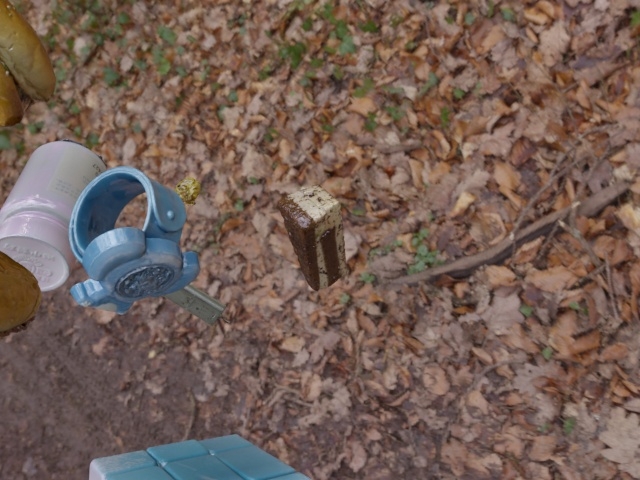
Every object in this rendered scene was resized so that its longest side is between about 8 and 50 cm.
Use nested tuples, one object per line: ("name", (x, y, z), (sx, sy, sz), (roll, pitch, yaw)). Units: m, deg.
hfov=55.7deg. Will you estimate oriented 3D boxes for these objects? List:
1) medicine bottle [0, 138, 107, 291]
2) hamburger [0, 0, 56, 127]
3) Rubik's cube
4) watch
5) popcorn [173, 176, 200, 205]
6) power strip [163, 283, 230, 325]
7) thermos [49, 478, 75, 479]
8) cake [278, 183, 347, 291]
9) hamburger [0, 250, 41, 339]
("medicine bottle", (-0.673, -0.070, 1.520), (0.213, 0.213, 0.378), (-35, 34, 24))
("hamburger", (-0.650, -0.371, 1.143), (0.290, 0.314, 0.170), (14, 56, 46))
("Rubik's cube", (-0.212, 0.559, 1.063), (0.322, 0.316, 0.318), (6, 93, 53))
("watch", (-0.310, -0.009, 0.959), (0.211, 0.211, 0.193), (-37, 62, 23))
("popcorn", (-0.380, -0.142, 1.695), (0.084, 0.084, 0.084), (-17, 61, 34))
("power strip", (-0.412, 0.203, 2.002), (0.092, 0.268, 0.034), (-52, 10, 28))
("thermos", (-0.609, 0.698, 1.408), (0.176, 0.146, 0.265), (10, 66, 2))
("cake", (0.005, 0.011, 1.329), (0.112, 0.246, 0.135), (-25, 21, -16))
("hamburger", (-0.586, 0.104, 1.012), (0.155, 0.245, 0.282), (-57, 39, 1))
